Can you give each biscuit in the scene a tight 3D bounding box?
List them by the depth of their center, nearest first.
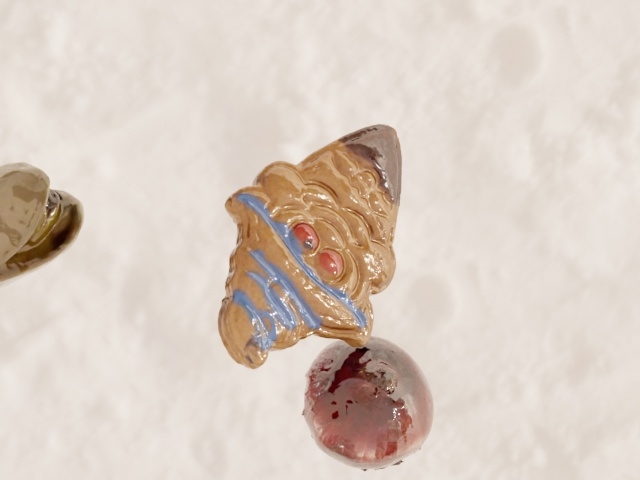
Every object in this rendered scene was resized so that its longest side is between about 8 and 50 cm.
[{"bbox_3d":[0.000,0.000,1.541,0.183,0.280,0.043,43,156,-16],"label":"biscuit"}]

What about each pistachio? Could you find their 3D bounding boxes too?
[{"bbox_3d":[-0.349,-0.010,1.840,0.206,0.131,0.129,-19,144,35],"label":"pistachio"}]

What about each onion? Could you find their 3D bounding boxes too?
[{"bbox_3d":[0.044,0.154,1.590,0.131,0.131,0.131,6,109,17],"label":"onion"}]
